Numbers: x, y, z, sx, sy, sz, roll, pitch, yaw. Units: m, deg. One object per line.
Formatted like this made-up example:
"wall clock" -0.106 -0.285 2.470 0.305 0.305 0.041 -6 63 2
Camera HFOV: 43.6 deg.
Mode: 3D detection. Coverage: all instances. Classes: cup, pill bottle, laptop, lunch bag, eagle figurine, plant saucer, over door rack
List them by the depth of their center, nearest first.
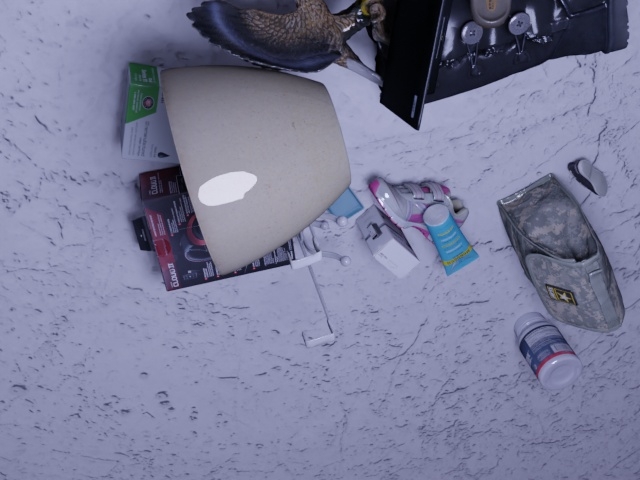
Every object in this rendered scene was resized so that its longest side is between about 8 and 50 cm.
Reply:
"laptop" 0.180 -0.311 1.214 0.264 0.137 0.234 -20 127 -50
"cup" -0.087 -0.136 1.253 0.237 0.331 0.331 -17 127 -2
"eagle figurine" -0.041 -0.341 1.292 0.299 0.225 0.226 -19 147 2
"over door rack" 0.000 0.000 1.471 0.108 0.324 0.239 -7 134 2
"plant saucer" 0.015 -0.113 1.608 0.067 0.018 0.192 -33 127 8
"lunch bag" 0.518 0.043 1.689 0.169 0.287 0.235 -29 127 5
"pill bottle" 0.536 0.259 1.910 0.108 0.180 0.107 -7 126 -10

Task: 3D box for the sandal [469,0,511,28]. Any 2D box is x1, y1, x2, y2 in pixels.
"sandal" 0.268 -0.453 1.279 0.090 0.060 0.219 0 99 9

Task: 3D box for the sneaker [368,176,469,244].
"sneaker" 0.205 -0.080 1.640 0.252 0.103 0.111 24 114 -37

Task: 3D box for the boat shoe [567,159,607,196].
"boat shoe" 0.582 -0.134 1.738 0.125 0.038 0.046 31 70 -37

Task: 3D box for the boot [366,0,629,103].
"boot" 0.290 -0.450 1.388 0.446 0.146 0.366 -12 114 6

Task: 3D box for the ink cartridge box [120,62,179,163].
"ink cartridge box" -0.242 -0.218 1.419 0.209 0.086 0.153 3 124 -18

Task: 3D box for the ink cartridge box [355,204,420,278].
"ink cartridge box" 0.139 0.002 1.648 0.056 0.135 0.099 -42 125 14

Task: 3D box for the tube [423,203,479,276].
"tube" 0.265 0.002 1.637 0.080 0.052 0.207 -28 140 8

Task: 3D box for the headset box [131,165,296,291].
"headset box" -0.209 -0.037 1.540 0.294 0.110 0.218 -13 126 -7
